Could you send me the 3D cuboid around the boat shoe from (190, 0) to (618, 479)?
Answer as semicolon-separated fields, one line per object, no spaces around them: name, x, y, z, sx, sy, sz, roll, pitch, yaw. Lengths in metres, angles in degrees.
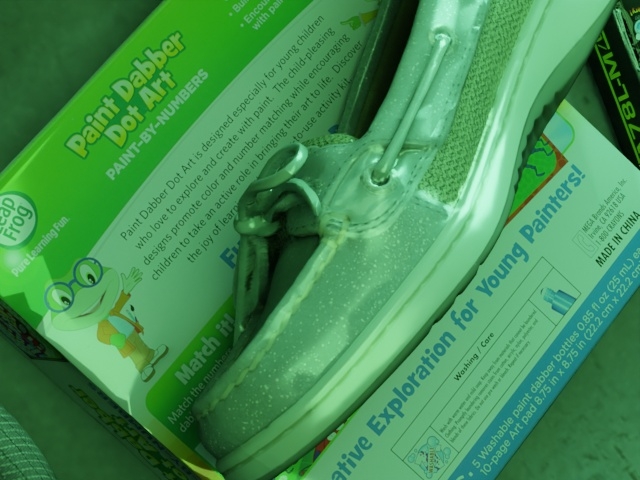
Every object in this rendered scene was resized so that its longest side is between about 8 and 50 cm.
boat shoe;0.028;-0.043;0.774;0.103;0.118;0.320;33;67;-5

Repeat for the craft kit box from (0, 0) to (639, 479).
craft kit box;0.000;0.000;0.841;0.246;0.061;0.250;45;69;-10

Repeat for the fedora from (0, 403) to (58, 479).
fedora;-0.216;0.144;0.690;0.275;0.124;0.243;38;67;-20

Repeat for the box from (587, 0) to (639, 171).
box;0.227;-0.089;0.945;0.191;0.045;0.184;-20;90;-23
